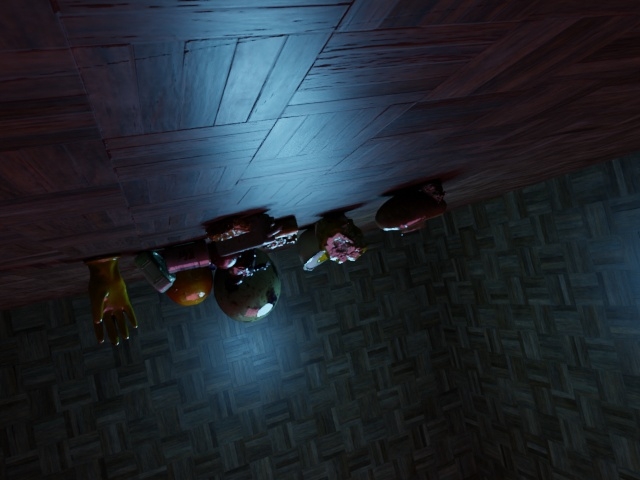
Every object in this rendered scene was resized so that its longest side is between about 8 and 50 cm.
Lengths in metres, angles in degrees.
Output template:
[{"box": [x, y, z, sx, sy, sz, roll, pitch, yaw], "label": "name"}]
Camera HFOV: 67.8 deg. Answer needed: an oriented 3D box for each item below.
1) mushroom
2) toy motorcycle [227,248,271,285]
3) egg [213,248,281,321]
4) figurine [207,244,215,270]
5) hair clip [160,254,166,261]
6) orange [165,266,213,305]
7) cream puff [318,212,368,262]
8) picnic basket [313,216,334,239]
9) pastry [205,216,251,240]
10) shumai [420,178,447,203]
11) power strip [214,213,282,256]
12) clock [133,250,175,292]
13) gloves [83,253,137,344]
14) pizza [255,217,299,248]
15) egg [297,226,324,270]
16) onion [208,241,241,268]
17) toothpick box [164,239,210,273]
[{"box": [0.329, -0.108, 1.716, 0.278, 0.146, 0.278, -17, -174, 2], "label": "mushroom"}, {"box": [-0.332, 0.093, 2.152, 0.134, 0.207, 0.401, 8, -178, 10], "label": "toy motorcycle"}, {"box": [-0.382, 0.215, 2.463, 0.344, 0.428, 0.345, -11, 145, -8], "label": "egg"}, {"box": [-0.470, 0.062, 2.074, 0.102, 0.112, 0.195, -26, 175, -13], "label": "figurine"}, {"box": [-0.596, 0.073, 1.930, 0.106, 0.085, 0.292, 9, 171, -30], "label": "hair clip"}, {"box": [-0.658, 0.201, 2.368, 0.246, 0.246, 0.246, -13, 177, -1], "label": "orange"}, {"box": [0.082, -0.016, 1.970, 0.194, 0.221, 0.195, -32, -148, 22], "label": "cream puff"}, {"box": [0.043, -0.057, 2.132, 0.115, 0.080, 0.164, -11, 176, -15], "label": "picnic basket"}, {"box": [-0.268, -0.032, 1.385, 0.080, 0.056, 0.140, 6, 167, -44], "label": "pastry"}, {"box": [0.380, -0.160, 1.598, 0.082, 0.081, 0.083, -12, 178, 12], "label": "shumai"}, {"box": [-0.223, -0.020, 1.463, 0.288, 0.093, 0.053, -16, 178, 41], "label": "power strip"}, {"box": [-0.606, 0.109, 1.772, 0.066, 0.159, 0.211, -38, -173, -5], "label": "clock"}, {"box": [-0.692, 0.198, 1.576, 0.133, 0.295, 0.116, -11, 178, -29], "label": "gloves"}, {"box": [-0.212, -0.016, 1.803, 0.268, 0.087, 0.258, -11, 174, -3], "label": "pizza"}, {"box": [-0.003, 0.002, 2.337, 0.286, 0.174, 0.264, -43, 167, 33], "label": "egg"}, {"box": [-0.356, 0.043, 1.773, 0.131, 0.131, 0.131, -13, 177, -1], "label": "onion"}, {"box": [-0.489, 0.059, 1.753, 0.148, 0.099, 0.098, -12, 177, -11], "label": "toothpick box"}]
